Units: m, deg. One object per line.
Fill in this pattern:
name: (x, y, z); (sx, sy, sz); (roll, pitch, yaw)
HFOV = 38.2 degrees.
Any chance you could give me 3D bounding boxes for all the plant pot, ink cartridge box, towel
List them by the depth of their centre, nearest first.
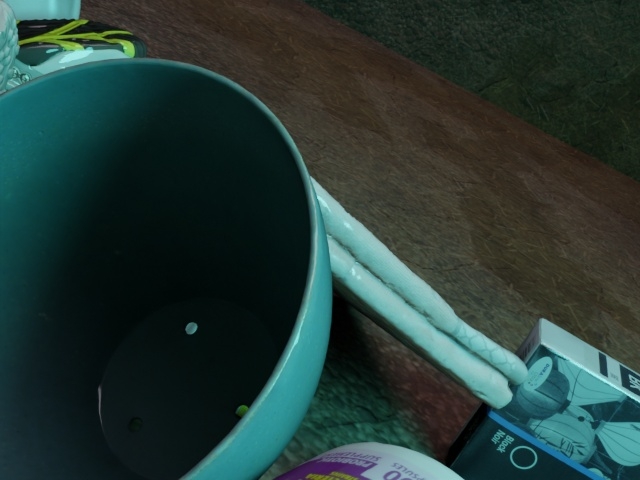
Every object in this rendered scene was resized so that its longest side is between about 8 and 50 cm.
plant pot: (-0.118, 0.061, 0.579); (0.290, 0.290, 0.195); (44, -10, 31)
ink cartridge box: (0.294, 0.223, 0.820); (0.332, 0.165, 0.065); (30, 22, 2)
towel: (0.000, 0.000, 0.835); (0.317, 0.053, 0.332); (40, -5, -28)

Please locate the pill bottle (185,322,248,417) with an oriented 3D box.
pill bottle: (-0.081, 0.097, 0.761); (0.116, 0.065, 0.065); (31, 22, 5)

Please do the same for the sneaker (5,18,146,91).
sneaker: (-0.330, -0.101, 0.781); (0.384, 0.147, 0.145); (-8, 27, -27)

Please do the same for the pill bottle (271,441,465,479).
pill bottle: (-0.038, 0.213, 0.417); (0.169, 0.169, 0.301); (40, 29, 24)

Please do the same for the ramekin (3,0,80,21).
ramekin: (-0.377, -0.241, 0.875); (0.273, 0.273, 0.127); (7, 21, -44)

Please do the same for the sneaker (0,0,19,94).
sneaker: (-0.303, -0.083, 0.669); (0.095, 0.235, 0.090); (28, -10, 1)
